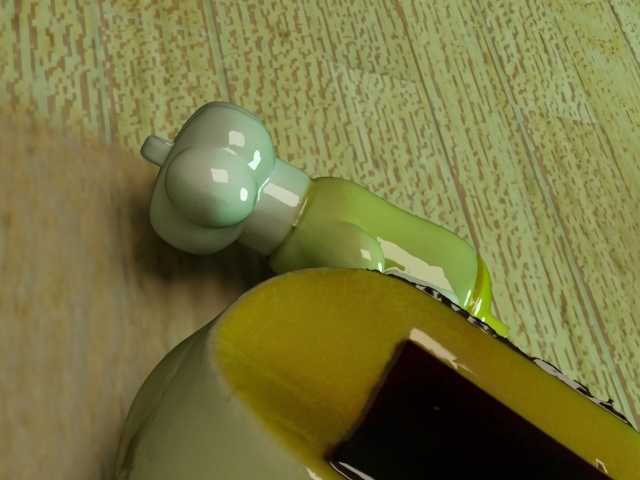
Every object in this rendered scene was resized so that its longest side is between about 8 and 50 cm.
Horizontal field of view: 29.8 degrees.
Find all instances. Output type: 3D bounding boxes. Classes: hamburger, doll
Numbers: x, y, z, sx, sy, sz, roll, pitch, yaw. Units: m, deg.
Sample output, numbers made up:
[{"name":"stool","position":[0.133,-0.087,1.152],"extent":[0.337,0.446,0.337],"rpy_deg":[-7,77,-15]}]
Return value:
[{"name":"hamburger","position":[0.029,0.105,0.398],"extent":[0.210,0.116,0.173],"rpy_deg":[32,35,-1]},{"name":"doll","position":[0.000,0.000,0.490],"extent":[0.162,0.062,0.106],"rpy_deg":[31,2,-10]}]
